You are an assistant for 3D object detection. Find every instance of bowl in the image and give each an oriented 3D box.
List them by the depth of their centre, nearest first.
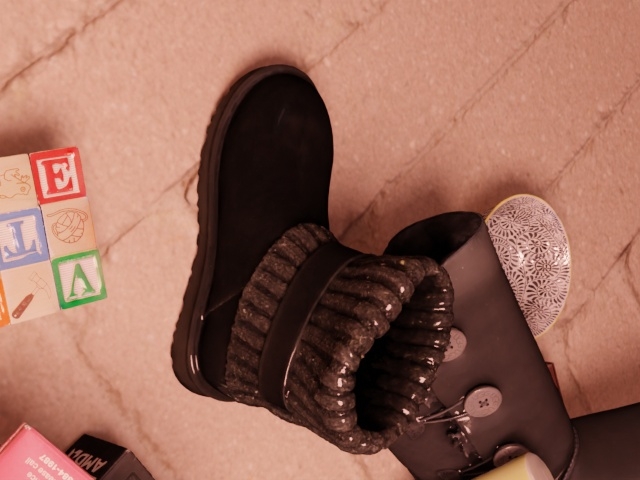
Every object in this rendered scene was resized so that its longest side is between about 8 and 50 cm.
[{"bbox_3d":[0.210,0.031,1.203,0.170,0.080,0.170,-1,91,-38],"label":"bowl"}]

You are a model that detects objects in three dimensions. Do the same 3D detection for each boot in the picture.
[{"bbox_3d":[0.003,0.002,0.922,0.131,0.260,0.348,13,83,-38],"label":"boot"},{"bbox_3d":[0.234,0.143,1.106,0.367,0.146,0.445,-33,112,1],"label":"boot"}]

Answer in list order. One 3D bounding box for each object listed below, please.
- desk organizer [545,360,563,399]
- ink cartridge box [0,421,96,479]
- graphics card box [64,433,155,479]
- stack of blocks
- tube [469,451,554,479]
[{"bbox_3d":[0.270,0.217,1.274,0.050,0.047,0.130,-25,106,-33],"label":"desk organizer"},{"bbox_3d":[-0.217,0.299,0.690,0.207,0.117,0.283,41,70,0],"label":"ink cartridge box"},{"bbox_3d":[-0.236,0.373,0.842,0.371,0.094,0.233,-47,117,-30],"label":"graphics card box"},{"bbox_3d":[-0.318,0.035,0.777,0.297,0.087,0.171,-15,100,-38],"label":"stack of blocks"},{"bbox_3d":[0.131,0.296,1.068,0.070,0.240,0.062,60,25,5],"label":"tube"}]
